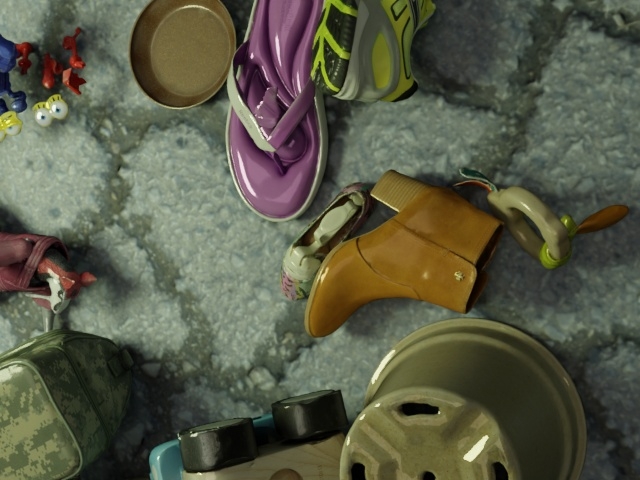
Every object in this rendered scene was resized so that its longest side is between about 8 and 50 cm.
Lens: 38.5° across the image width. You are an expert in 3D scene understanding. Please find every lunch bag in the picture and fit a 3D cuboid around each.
[{"bbox_3d":[-0.472,0.279,1.474,0.305,0.256,0.212,-26,93,17],"label":"lunch bag"}]

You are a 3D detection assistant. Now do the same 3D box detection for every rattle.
[{"bbox_3d":[0.305,-0.067,1.295,0.143,0.130,0.199,-45,50,4],"label":"rattle"}]

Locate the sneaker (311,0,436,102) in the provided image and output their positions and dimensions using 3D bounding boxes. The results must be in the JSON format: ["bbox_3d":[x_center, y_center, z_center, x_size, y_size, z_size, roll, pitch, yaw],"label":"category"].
[{"bbox_3d":[0.090,-0.379,1.345,0.147,0.145,0.384,14,82,-24],"label":"sneaker"}]

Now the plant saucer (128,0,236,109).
[{"bbox_3d":[-0.218,-0.309,1.486,0.199,0.036,0.198,0,91,21],"label":"plant saucer"}]

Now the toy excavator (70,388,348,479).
[{"bbox_3d":[-0.195,0.386,1.408,0.433,0.445,0.222,-11,85,-25],"label":"toy excavator"}]

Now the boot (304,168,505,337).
[{"bbox_3d":[0.119,0.058,1.322,0.211,0.104,0.295,33,99,29],"label":"boot"}]

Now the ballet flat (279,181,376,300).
[{"bbox_3d":[0.000,0.000,1.395,0.077,0.079,0.221,43,104,14],"label":"ballet flat"}]

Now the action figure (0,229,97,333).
[{"bbox_3d":[-0.529,0.033,1.553,0.370,0.248,0.275,5,66,20],"label":"action figure"}]

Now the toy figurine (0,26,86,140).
[{"bbox_3d":[-0.593,-0.291,1.495,0.363,0.217,0.191,-13,61,19],"label":"toy figurine"}]

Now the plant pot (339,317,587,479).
[{"bbox_3d":[0.173,0.283,1.220,0.334,0.305,0.333,0,91,20],"label":"plant pot"}]

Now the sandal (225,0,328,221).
[{"bbox_3d":[-0.075,-0.237,1.405,0.169,0.102,0.416,5,93,19],"label":"sandal"}]
